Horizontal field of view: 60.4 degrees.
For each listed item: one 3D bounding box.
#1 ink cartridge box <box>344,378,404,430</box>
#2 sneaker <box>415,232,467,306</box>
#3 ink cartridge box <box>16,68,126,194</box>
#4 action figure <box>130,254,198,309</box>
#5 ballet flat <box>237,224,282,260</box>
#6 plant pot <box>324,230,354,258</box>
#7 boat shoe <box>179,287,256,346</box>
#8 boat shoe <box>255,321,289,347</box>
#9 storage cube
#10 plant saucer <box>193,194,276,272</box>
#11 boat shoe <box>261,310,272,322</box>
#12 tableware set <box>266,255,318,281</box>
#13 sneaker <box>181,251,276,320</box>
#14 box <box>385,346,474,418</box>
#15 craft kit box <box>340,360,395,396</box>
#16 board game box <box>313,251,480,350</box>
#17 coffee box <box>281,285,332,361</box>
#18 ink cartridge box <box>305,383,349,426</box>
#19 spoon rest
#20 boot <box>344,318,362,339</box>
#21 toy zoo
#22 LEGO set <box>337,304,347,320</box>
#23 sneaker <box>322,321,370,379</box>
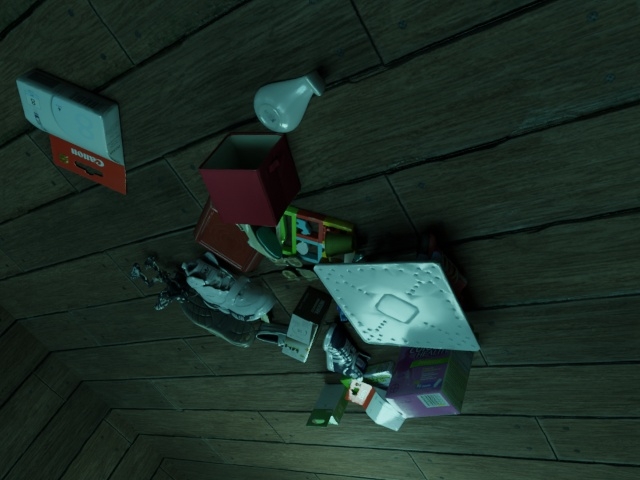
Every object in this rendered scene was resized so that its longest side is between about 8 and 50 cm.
[{"bbox_3d":[0.211,0.624,2.076,0.232,0.066,0.189,16,139,3],"label":"ink cartridge box"},{"bbox_3d":[0.348,0.090,1.568,0.136,0.116,0.314,-1,137,17],"label":"sneaker"},{"bbox_3d":[-0.799,-0.325,1.792,0.307,0.091,0.385,23,136,8],"label":"ink cartridge box"},{"bbox_3d":[-0.582,0.172,2.092,0.275,0.164,0.141,32,144,18],"label":"action figure"},{"bbox_3d":[-0.211,-0.034,1.732,0.086,0.086,0.249,-31,93,43],"label":"ballet flat"},{"bbox_3d":[0.059,0.012,1.616,0.079,0.083,0.083,-1,131,13],"label":"plant pot"},{"bbox_3d":[-0.403,0.313,2.137,0.355,0.132,0.130,33,157,19],"label":"boat shoe"},{"bbox_3d":[-0.141,0.373,2.100,0.227,0.081,0.079,10,134,21],"label":"boat shoe"},{"bbox_3d":[-0.192,-0.172,1.539,0.214,0.184,0.193,4,133,25],"label":"storage cube"},{"bbox_3d":[-0.302,-0.010,1.851,0.259,0.048,0.258,34,137,-3],"label":"plant saucer"},{"bbox_3d":[-0.214,0.260,2.056,0.045,0.050,0.136,7,133,16],"label":"boat shoe"},{"bbox_3d":[-0.094,0.091,1.829,0.141,0.020,0.169,-3,141,39],"label":"tableware set"},{"bbox_3d":[-0.332,0.159,1.913,0.365,0.137,0.210,7,145,41],"label":"sneaker"},{"bbox_3d":[0.353,0.429,1.766,0.213,0.243,0.117,-21,118,41],"label":"box"},{"bbox_3d":[0.244,0.576,2.105,0.249,0.061,0.247,-25,113,41],"label":"craft kit box"},{"bbox_3d":[0.227,0.180,1.594,0.389,0.050,0.390,-4,135,35],"label":"board game box"},{"bbox_3d":[-0.049,0.298,1.935,0.098,0.141,0.247,24,138,7],"label":"coffee box"},{"bbox_3d":[0.035,0.674,2.193,0.108,0.209,0.062,-10,122,35],"label":"ink cartridge box"},{"bbox_3d":[-0.074,-0.357,1.393,0.137,0.084,0.276,49,147,-18],"label":"spoon rest"},{"bbox_3d":[0.152,0.310,1.914,0.114,0.037,0.106,46,148,-12],"label":"boot"},{"bbox_3d":[0.000,0.000,1.709,0.292,0.030,0.193,16,135,14],"label":"toy zoo"},{"bbox_3d":[0.102,0.176,1.792,0.086,0.093,0.227,-2,132,-12],"label":"LEGO set"},{"bbox_3d":[0.097,0.403,1.984,0.153,0.099,0.282,18,143,20],"label":"sneaker"}]
